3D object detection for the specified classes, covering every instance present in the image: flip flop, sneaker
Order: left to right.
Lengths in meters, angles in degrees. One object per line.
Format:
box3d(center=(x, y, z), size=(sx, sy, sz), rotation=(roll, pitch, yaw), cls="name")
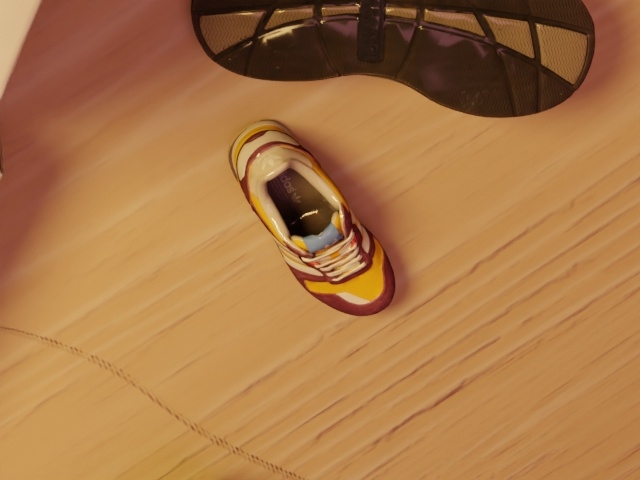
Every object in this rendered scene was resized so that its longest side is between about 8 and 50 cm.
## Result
box3d(center=(0.000, 0.000, 0.912), size=(0.069, 0.084, 0.185), rotation=(-39, 119, 4), cls="sneaker")
box3d(center=(0.051, -0.152, 0.866), size=(0.277, 0.080, 0.112), rotation=(4, 119, -2), cls="flip flop")

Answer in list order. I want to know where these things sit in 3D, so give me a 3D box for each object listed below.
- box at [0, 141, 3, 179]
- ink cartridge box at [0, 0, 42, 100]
box3d(center=(-0.314, 0.035, 0.827), size=(0.113, 0.094, 0.275), rotation=(22, 108, -25), cls="box")
box3d(center=(-0.275, -0.188, 0.633), size=(0.270, 0.197, 0.198), rotation=(27, 69, -26), cls="ink cartridge box")
